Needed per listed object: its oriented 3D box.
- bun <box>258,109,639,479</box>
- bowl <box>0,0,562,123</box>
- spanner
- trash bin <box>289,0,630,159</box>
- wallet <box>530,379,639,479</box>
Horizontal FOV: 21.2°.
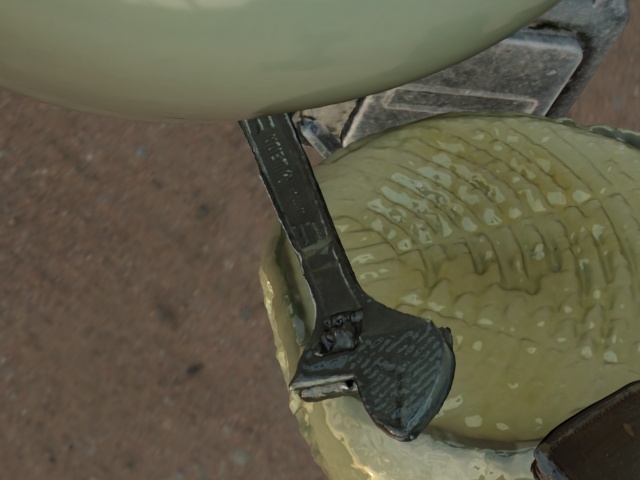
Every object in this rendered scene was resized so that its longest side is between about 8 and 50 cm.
[{"bbox_3d":[0.131,0.075,1.176,0.364,0.364,0.202,6,132,11],"label":"bun"},{"bbox_3d":[-0.004,-0.195,0.446,0.353,0.185,0.354,-5,102,-25],"label":"bowl"},{"bbox_3d":[0.000,0.000,1.001,0.093,0.325,0.026,-29,133,6],"label":"spanner"},{"bbox_3d":[0.090,-0.278,1.468,0.259,0.381,0.295,3,145,-20],"label":"trash bin"},{"bbox_3d":[0.208,0.182,0.891,0.232,0.122,0.031,53,137,15],"label":"wallet"}]
